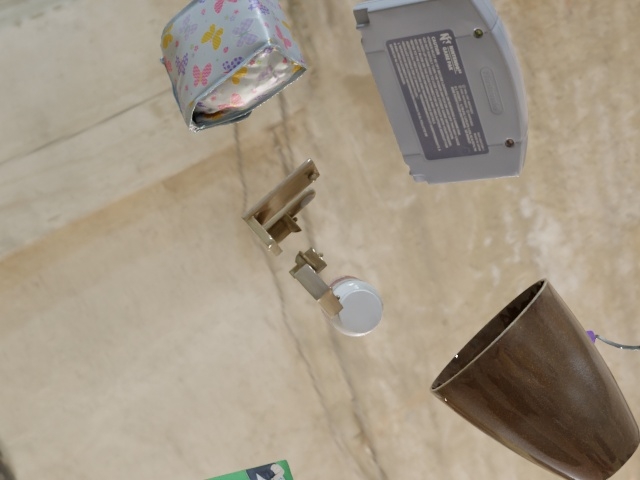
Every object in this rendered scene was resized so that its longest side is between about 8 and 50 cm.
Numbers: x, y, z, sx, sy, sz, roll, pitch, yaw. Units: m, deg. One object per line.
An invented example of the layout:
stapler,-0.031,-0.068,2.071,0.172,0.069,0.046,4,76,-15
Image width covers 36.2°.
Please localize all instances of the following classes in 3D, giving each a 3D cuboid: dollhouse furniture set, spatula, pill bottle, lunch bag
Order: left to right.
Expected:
lunch bag,-0.059,-0.116,0.612,0.053,0.083,0.071,26,36,-55
dollhouse furniture set,0.000,0.000,1.356,0.151,0.123,0.144,47,-4,20
pill bottle,0.049,0.101,1.495,0.086,0.086,0.152,62,-5,-6
spatula,0.562,0.189,1.790,0.084,0.296,0.030,-49,136,-69

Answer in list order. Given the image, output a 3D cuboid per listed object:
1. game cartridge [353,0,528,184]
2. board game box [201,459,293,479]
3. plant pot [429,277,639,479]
game cartridge,0.180,-0.211,1.356,0.196,0.060,0.294,-1,-51,31
board game box,-0.174,0.315,0.982,0.317,0.213,0.046,-54,-129,52
plant pot,0.299,0.206,1.284,0.230,0.215,0.215,46,-23,4
